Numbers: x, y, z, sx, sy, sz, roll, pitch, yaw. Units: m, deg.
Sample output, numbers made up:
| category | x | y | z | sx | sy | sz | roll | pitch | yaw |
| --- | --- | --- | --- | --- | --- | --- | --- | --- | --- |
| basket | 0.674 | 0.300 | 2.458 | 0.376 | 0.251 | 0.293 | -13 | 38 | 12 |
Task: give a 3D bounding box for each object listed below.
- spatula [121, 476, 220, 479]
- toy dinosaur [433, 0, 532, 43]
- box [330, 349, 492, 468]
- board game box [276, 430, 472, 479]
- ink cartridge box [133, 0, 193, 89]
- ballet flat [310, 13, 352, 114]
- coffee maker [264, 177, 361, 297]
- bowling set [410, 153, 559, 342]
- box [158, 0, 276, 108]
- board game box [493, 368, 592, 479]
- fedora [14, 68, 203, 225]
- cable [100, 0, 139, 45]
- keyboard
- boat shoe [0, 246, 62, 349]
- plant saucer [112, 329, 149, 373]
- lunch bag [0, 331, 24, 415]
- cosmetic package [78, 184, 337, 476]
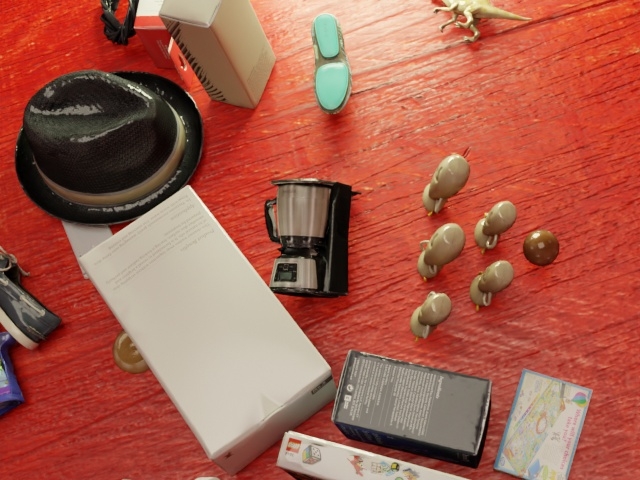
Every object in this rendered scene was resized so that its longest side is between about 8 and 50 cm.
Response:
| category | x | y | z | sx | sy | sz | roll | pitch | yaw |
| --- | --- | --- | --- | --- | --- | --- | --- | --- | --- |
| spatula | -0.226 | 0.474 | 1.426 | 0.168 | 0.019 | 0.242 | -3 | 69 | 8 |
| toy dinosaur | 0.261 | -0.388 | 1.646 | 0.183 | 0.053 | 0.093 | 22 | 73 | 17 |
| box | 0.135 | 0.242 | 1.376 | 0.207 | 0.153 | 0.108 | 11 | 72 | 15 |
| board game box | 0.106 | 0.338 | 1.324 | 0.305 | 0.193 | 0.053 | 12 | 72 | 15 |
| ink cartridge box | -0.262 | -0.396 | 1.697 | 0.078 | 0.134 | 0.231 | 3 | 70 | 10 |
| ballet flat | 0.020 | -0.294 | 1.648 | 0.070 | 0.070 | 0.188 | -4 | 73 | 9 |
| coffee maker | 0.000 | 0.000 | 1.500 | 0.171 | 0.120 | 0.178 | 4 | 86 | -32 |
| bowling set | 0.243 | 0.031 | 1.463 | 0.200 | 0.154 | 0.287 | 14 | 70 | -5 |
| box | -0.161 | -0.329 | 1.577 | 0.094 | 0.275 | 0.113 | 16 | 73 | 17 |
| board game box | 0.322 | 0.275 | 1.399 | 0.103 | 0.026 | 0.154 | 17 | 73 | 16 |
| fedora | -0.371 | -0.185 | 1.620 | 0.334 | 0.152 | 0.334 | -3 | 68 | 6 |
| cable | -0.357 | -0.430 | 1.738 | 0.150 | 0.047 | 0.184 | -22 | 60 | 44 |
| keyboard | -0.417 | -0.056 | 1.665 | 0.072 | 0.014 | 0.256 | -25 | 68 | -6 |
| boat shoe | -0.524 | 0.065 | 1.592 | 0.079 | 0.095 | 0.254 | -42 | 70 | -5 |
| plant saucer | -0.297 | 0.172 | 1.554 | 0.083 | 0.015 | 0.083 | -4 | 69 | 9 |
| lunch bag | -0.629 | 0.213 | 1.541 | 0.293 | 0.138 | 0.221 | -27 | 67 | -6 |
| cosmetic package | -0.168 | 0.134 | 1.465 | 0.217 | 0.156 | 0.385 | -34 | 69 | -9 |
